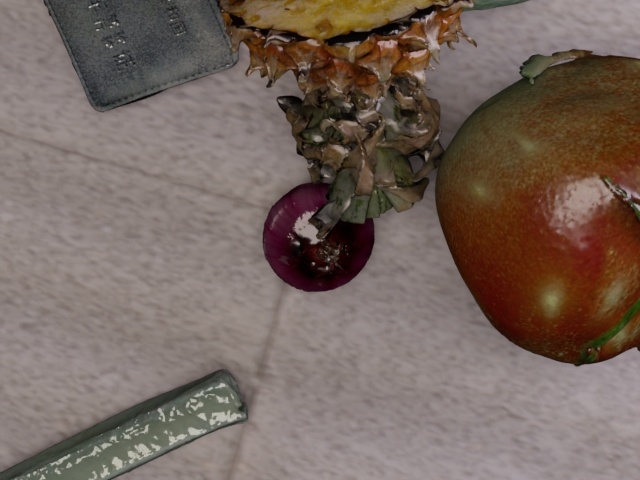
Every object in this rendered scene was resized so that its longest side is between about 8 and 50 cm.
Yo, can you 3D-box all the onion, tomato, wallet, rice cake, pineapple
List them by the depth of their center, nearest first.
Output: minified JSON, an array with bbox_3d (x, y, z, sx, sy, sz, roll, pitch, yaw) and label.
[{"bbox_3d":[0.043,-0.137,1.639,0.262,0.262,0.271,-8,128,4],"label":"pineapple"},{"bbox_3d":[0.249,-0.041,1.667,0.239,0.303,0.303,41,99,30],"label":"tomato"},{"bbox_3d":[-0.186,-0.239,1.745,0.167,0.036,0.222,-18,123,5],"label":"wallet"},{"bbox_3d":[0.000,0.000,1.773,0.115,0.104,0.115,-5,110,-14],"label":"onion"},{"bbox_3d":[-0.232,0.224,1.831,0.336,0.066,0.063,-24,95,7],"label":"rice cake"}]

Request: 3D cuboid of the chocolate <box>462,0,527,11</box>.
[{"bbox_3d":[0.145,-0.272,1.736,0.291,0.110,0.110,-5,97,2],"label":"chocolate"}]
